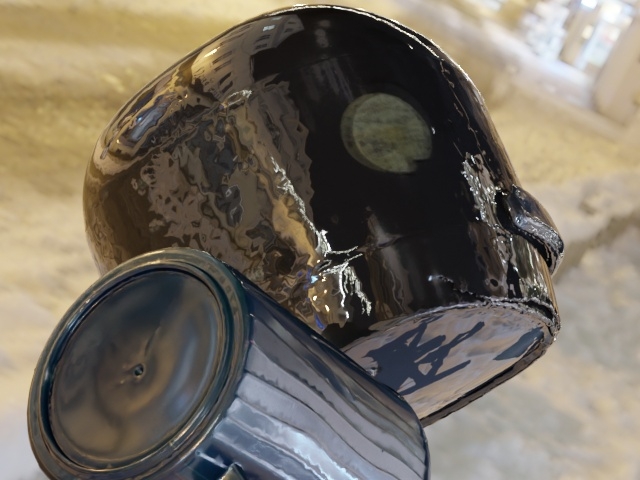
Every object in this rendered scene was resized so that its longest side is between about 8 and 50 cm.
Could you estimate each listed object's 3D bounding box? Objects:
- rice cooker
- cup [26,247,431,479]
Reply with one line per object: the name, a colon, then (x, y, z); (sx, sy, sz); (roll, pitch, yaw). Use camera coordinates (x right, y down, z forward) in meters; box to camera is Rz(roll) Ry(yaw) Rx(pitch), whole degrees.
rice cooker: (0.000, 0.000, 0.920); (0.267, 0.267, 0.224); (13, 47, -55)
cup: (-0.024, 0.083, 0.630); (0.150, 0.113, 0.138); (16, -18, 41)
